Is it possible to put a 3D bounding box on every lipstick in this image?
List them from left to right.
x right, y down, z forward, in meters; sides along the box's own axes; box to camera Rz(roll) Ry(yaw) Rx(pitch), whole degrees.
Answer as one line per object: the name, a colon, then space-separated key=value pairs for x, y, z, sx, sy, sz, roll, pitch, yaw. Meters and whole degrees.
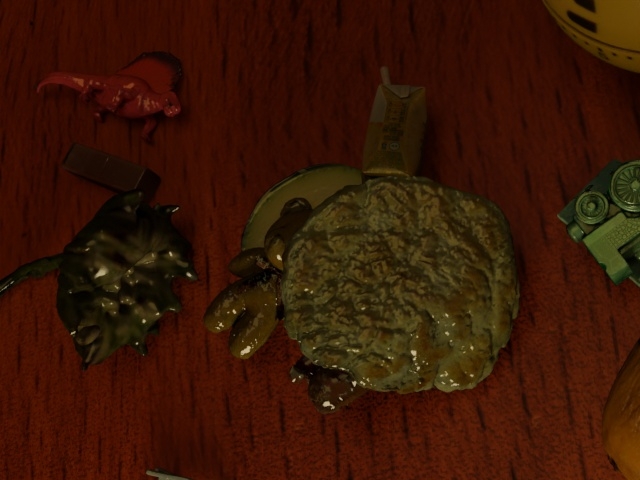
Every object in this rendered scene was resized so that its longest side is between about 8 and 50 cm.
lipstick: x=-0.300 y=-0.097 z=1.630 sx=0.145 sy=0.045 sz=0.045 roll=20 pitch=77 yaw=29

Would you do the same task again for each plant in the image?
plant: x=-0.337 y=0.022 z=1.531 sx=0.333 sy=0.180 sz=0.251 roll=19 pitch=67 yaw=34

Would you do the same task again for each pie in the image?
pie: x=0.088 y=0.055 z=1.296 sx=0.274 sy=0.105 sz=0.257 roll=-9 pitch=89 yaw=-1

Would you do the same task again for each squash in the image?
squash: x=0.002 y=0.002 z=1.452 sx=0.219 sy=0.041 sz=0.219 roll=-11 pitch=61 yaw=21

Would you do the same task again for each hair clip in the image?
hair clip: x=-0.163 y=0.310 z=1.403 sx=0.115 sy=0.030 sz=0.039 roll=6 pitch=91 yaw=30

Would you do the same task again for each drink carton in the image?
drink carton: x=0.097 y=-0.140 z=1.430 sx=0.075 sy=0.084 sz=0.200 roll=5 pitch=57 yaw=11

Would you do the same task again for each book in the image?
book: x=0.354 y=-0.024 z=1.304 sx=0.103 sy=0.017 sz=0.135 roll=-45 pitch=58 yaw=2

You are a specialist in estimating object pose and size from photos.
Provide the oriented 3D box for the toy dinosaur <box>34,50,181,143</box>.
toy dinosaur: x=-0.296 y=-0.242 z=1.687 sx=0.286 sy=0.070 sz=0.139 roll=23 pitch=69 yaw=34

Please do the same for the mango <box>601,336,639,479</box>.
mango: x=0.409 y=0.135 z=1.154 sx=0.295 sy=0.120 sz=0.177 roll=-46 pitch=50 yaw=-1

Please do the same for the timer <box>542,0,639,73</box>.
timer: x=0.378 y=-0.369 z=1.225 sx=0.376 sy=0.387 sz=0.376 roll=-9 pitch=64 yaw=19

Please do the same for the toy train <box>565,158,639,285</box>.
toy train: x=0.361 y=-0.040 z=1.257 sx=0.178 sy=0.071 sz=0.104 roll=-36 pitch=69 yaw=9

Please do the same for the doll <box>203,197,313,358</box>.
doll: x=-0.057 y=0.046 z=1.379 sx=0.137 sy=0.097 sz=0.209 roll=40 pitch=92 yaw=30
